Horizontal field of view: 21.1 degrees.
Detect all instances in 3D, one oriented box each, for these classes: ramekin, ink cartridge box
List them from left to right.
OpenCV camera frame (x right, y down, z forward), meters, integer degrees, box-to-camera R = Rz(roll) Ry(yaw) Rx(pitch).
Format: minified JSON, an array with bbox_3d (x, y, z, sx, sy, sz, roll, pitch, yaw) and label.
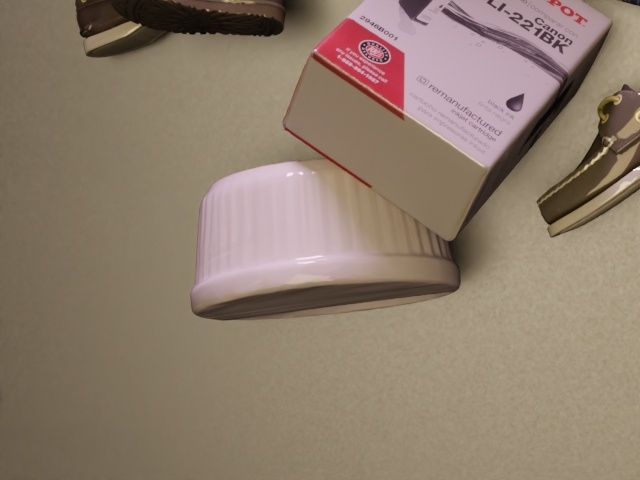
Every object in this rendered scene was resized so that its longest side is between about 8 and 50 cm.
[{"bbox_3d":[0.000,0.000,1.703,0.272,0.273,0.127,-8,81,16],"label":"ramekin"},{"bbox_3d":[0.125,-0.160,1.633,0.197,0.273,0.114,35,139,9],"label":"ink cartridge box"}]

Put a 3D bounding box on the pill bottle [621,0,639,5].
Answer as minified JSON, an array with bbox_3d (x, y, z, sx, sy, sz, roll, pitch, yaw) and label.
[{"bbox_3d":[0.293,-0.282,1.673,0.169,0.094,0.094,17,100,12],"label":"pill bottle"}]

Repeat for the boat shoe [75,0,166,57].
[{"bbox_3d":[-0.150,-0.259,1.800,0.227,0.081,0.069,-18,82,10],"label":"boat shoe"}]

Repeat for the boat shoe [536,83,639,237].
[{"bbox_3d":[0.328,-0.120,1.678,0.305,0.109,0.091,-39,85,9],"label":"boat shoe"}]

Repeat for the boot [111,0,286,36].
[{"bbox_3d":[-0.109,-0.312,1.733,0.189,0.076,0.209,6,73,-9],"label":"boot"}]
